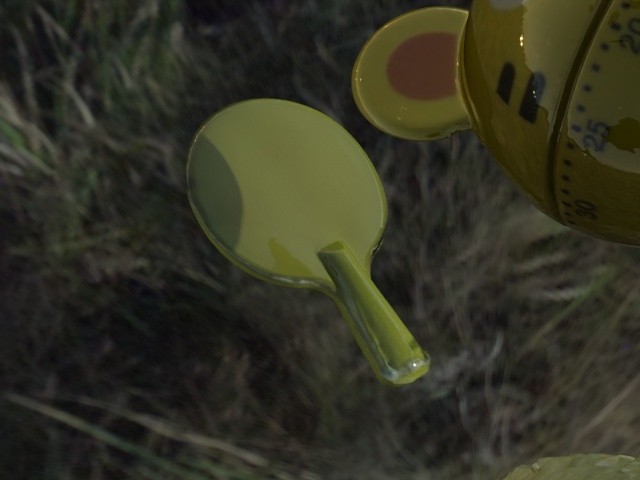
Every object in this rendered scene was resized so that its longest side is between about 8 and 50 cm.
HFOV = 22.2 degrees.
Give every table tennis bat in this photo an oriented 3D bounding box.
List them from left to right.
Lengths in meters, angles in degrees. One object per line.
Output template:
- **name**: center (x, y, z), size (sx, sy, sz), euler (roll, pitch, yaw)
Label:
- **table tennis bat**: center (0.000, 0.000, 1.755), size (0.224, 0.054, 0.368), euler (-26, 74, -31)

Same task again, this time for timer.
- **timer**: center (0.257, -0.181, 1.424), size (0.387, 0.376, 0.376), euler (33, 85, 26)

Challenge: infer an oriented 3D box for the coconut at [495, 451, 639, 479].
- **coconut**: center (0.075, 0.194, 0.375), size (0.233, 0.233, 0.245), euler (30, 47, 9)
